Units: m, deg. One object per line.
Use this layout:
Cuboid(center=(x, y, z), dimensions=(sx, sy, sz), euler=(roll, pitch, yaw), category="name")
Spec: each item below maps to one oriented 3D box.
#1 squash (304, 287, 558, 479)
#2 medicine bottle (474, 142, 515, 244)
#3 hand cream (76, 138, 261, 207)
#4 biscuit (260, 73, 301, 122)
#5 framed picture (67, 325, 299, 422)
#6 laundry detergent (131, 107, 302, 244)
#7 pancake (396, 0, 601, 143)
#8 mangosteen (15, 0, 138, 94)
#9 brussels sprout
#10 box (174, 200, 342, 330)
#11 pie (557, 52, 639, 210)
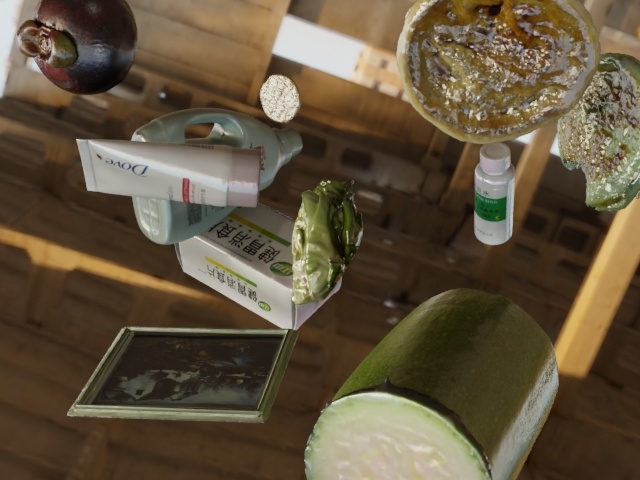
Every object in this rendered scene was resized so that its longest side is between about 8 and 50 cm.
Cuboid(center=(0.158, 0.241, 1.334), dimensions=(0.263, 0.263, 0.384), euler=(24, -156, 16), category="squash")
Cuboid(center=(0.403, -0.109, 2.282), dimensions=(0.095, 0.260, 0.095), euler=(-3, -136, 3), category="medicine bottle")
Cuboid(center=(-0.205, -0.095, 1.354), dimensions=(0.248, 0.133, 0.083), euler=(3, -120, -3), category="hand cream")
Cuboid(center=(-0.096, -0.338, 2.345), dimensions=(0.120, 0.120, 0.015), euler=(27, -152, 26), category="biscuit")
Cuboid(center=(-0.197, 0.188, 1.459), dimensions=(0.296, 0.019, 0.232), euler=(-1, -152, 11), category="framed picture")
Cuboid(center=(-0.202, -0.169, 2.053), dimensions=(0.398, 0.263, 0.125), euler=(-26, -146, -37), category="laundry detergent")
Cuboid(center=(0.300, -0.321, 1.723), dimensions=(0.356, 0.356, 0.065), euler=(21, -144, 4), category="pancake")
Cuboid(center=(-0.309, -0.257, 1.248), dimensions=(0.153, 0.152, 0.152), euler=(19, -165, -5), category="mangosteen")
Cuboid(center=(0.003, 0.001, 1.405), dimensions=(0.101, 0.181, 0.139), euler=(0, 176, -13), category="brussels sprout")
Cuboid(center=(-0.135, 0.034, 2.112), dimensions=(0.333, 0.145, 0.173), euler=(27, -132, 25), category="box")
Cuboid(center=(0.545, -0.208, 1.850), dimensions=(0.067, 0.302, 0.302), euler=(-1, -158, -22), category="pie")
